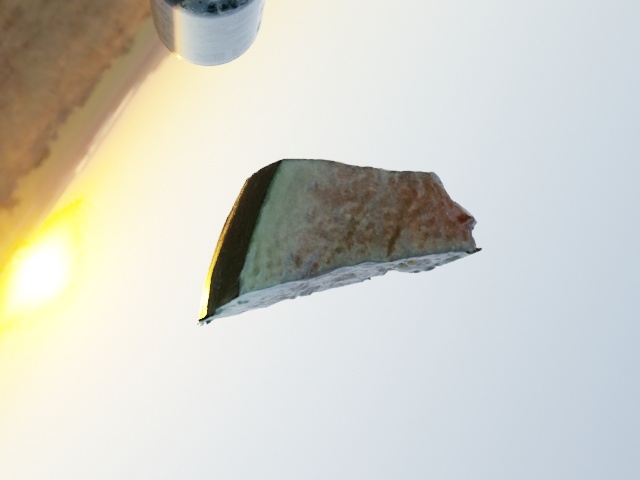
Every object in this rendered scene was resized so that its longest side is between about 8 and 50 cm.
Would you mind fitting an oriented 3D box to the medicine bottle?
[{"bbox_3d":[-0.128,-0.302,1.146,0.141,0.141,0.293,-57,-177,-8],"label":"medicine bottle"}]

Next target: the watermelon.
[{"bbox_3d":[-0.010,-0.013,1.113,0.302,0.151,0.264,-13,174,-14],"label":"watermelon"}]
